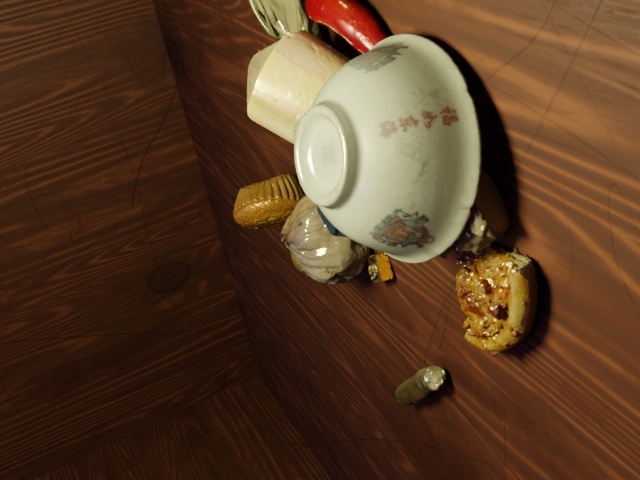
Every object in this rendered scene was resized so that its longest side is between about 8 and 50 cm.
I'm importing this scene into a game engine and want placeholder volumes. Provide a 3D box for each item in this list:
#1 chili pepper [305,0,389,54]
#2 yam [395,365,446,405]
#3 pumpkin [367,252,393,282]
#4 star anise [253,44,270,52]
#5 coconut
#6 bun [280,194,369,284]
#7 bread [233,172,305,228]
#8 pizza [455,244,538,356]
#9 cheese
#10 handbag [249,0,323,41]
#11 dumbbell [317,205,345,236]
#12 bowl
[{"bbox_3d":[0.051,-0.450,1.647,0.368,0.091,0.137,55,174,45],"label":"chili pepper"},{"bbox_3d":[0.261,0.382,2.065,0.071,0.067,0.317,50,161,9],"label":"yam"},{"bbox_3d":[0.149,0.072,2.041,0.083,0.053,0.074,152,100,-78],"label":"pumpkin"},{"bbox_3d":[-0.102,-0.433,2.080,0.212,0.111,0.196,155,98,-80],"label":"star anise"},{"bbox_3d":[-0.049,-0.337,1.739,0.244,0.239,0.239,30,155,6],"label":"coconut"},{"bbox_3d":[0.002,-0.007,2.127,0.281,0.204,0.282,53,156,37],"label":"bun"},{"bbox_3d":[-0.159,-0.116,2.444,0.240,0.239,0.139,140,118,-72],"label":"bread"},{"bbox_3d":[0.320,0.102,1.524,0.226,0.086,0.336,61,163,22],"label":"pizza"},{"bbox_3d":[0.259,-0.048,1.465,0.175,0.091,0.202,67,155,18],"label":"cheese"},{"bbox_3d":[-0.104,-0.585,1.869,0.316,0.109,0.253,46,162,55],"label":"handbag"},{"bbox_3d":[0.082,-0.137,1.836,0.143,0.156,0.316,31,153,11],"label":"dumbbell"},{"bbox_3d":[0.078,-0.159,1.446,0.434,0.195,0.435,19,113,55],"label":"bowl"}]
